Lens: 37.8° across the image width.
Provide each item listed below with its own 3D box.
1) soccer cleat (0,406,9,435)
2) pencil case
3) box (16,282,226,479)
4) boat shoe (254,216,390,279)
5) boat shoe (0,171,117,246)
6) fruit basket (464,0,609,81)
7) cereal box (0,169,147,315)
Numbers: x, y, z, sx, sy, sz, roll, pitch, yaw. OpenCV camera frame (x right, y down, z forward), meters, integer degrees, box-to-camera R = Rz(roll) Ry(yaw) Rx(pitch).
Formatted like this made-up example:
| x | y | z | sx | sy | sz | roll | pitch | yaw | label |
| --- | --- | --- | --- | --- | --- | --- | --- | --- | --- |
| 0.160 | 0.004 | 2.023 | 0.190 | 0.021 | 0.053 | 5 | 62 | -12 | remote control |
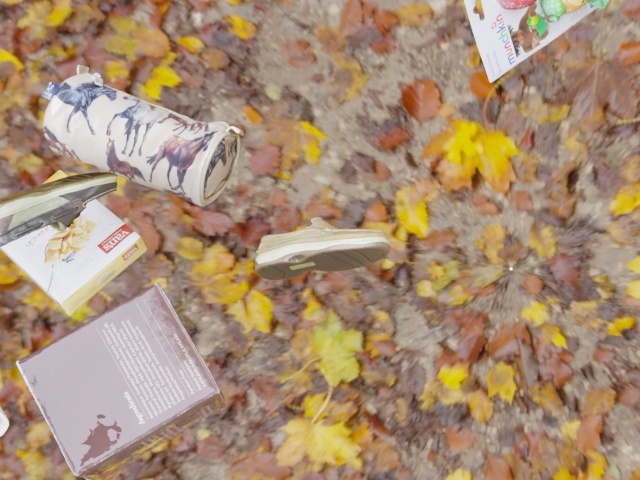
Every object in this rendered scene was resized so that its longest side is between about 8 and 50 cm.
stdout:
| x | y | z | sx | sy | sz | roll | pitch | yaw | label |
| --- | --- | --- | --- | --- | --- | --- | --- | --- | --- |
| -0.315 | 0.140 | 0.697 | 0.076 | 0.196 | 0.068 | 33 | 106 | 16 | soccer cleat |
| -0.349 | -0.205 | 1.838 | 0.410 | 0.160 | 0.183 | 21 | 106 | 19 | pencil case |
| -0.251 | 0.188 | 1.222 | 0.203 | 0.168 | 0.167 | -29 | 78 | -11 | box |
| 0.000 | 0.000 | 1.243 | 0.190 | 0.068 | 0.072 | -8 | 59 | 18 | boat shoe |
| -0.405 | -0.049 | 1.416 | 0.080 | 0.223 | 0.073 | 5 | 111 | 45 | boat shoe |
| 0.427 | -0.511 | 1.761 | 0.353 | 0.327 | 0.165 | -38 | 42 | -11 | fruit basket |
| -0.434 | -0.001 | 1.589 | 0.240 | 0.047 | 0.173 | 35 | 67 | 31 | cereal box |
